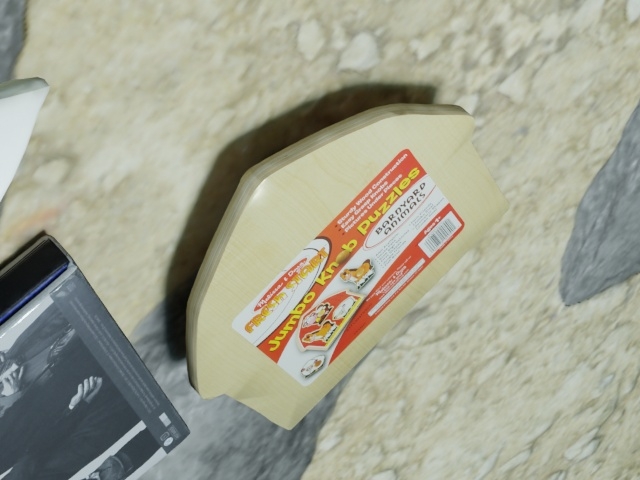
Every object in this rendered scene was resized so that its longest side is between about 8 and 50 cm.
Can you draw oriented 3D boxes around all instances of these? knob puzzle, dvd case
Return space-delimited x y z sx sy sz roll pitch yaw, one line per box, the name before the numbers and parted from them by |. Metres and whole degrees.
knob puzzle | 0.000 0.000 0.917 0.213 0.030 0.213 -31 147 -23
dvd case | -0.179 0.122 0.842 0.238 0.029 0.179 -40 149 -10

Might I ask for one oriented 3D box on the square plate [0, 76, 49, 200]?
square plate | -0.271 0.083 0.443 0.344 0.049 0.347 -28 -179 -44
